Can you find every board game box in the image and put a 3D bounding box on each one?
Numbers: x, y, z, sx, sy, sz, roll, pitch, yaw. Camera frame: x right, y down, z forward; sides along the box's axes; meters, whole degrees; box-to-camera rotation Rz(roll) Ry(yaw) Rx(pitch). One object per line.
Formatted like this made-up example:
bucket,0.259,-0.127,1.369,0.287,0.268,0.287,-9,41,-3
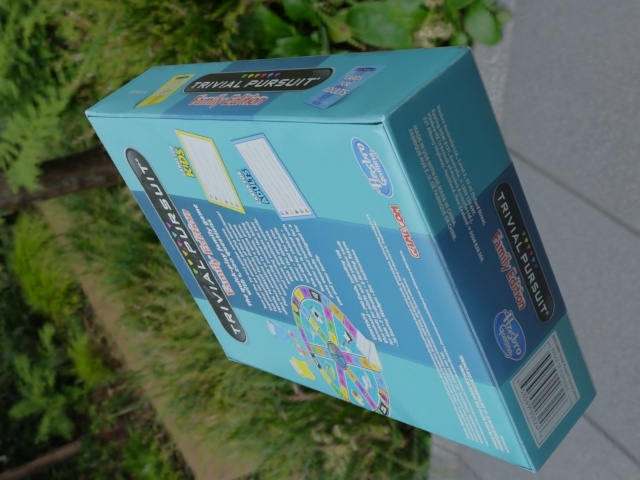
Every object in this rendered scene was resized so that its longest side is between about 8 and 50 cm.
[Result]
board game box,0.000,0.000,0.655,0.336,0.079,0.254,11,134,50
